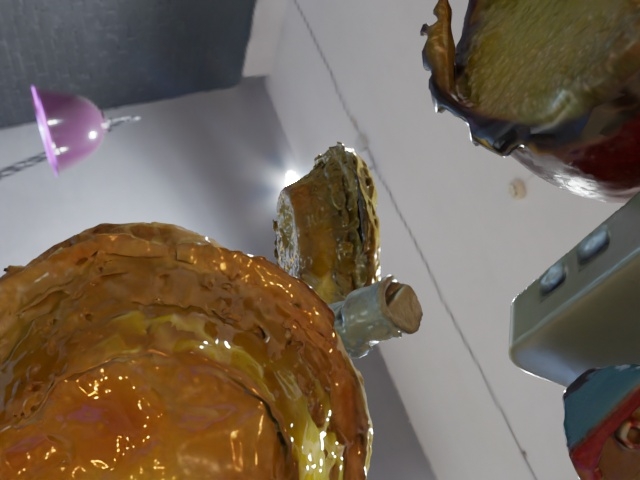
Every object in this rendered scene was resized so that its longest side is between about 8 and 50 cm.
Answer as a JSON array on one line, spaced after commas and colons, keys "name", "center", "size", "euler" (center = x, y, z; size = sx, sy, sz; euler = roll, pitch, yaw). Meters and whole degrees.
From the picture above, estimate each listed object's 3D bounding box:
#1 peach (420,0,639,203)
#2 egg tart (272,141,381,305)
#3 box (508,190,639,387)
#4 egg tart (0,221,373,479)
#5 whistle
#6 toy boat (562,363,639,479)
[{"name": "peach", "center": [0.293, -0.220, 0.679], "size": [0.353, 0.416, 0.339], "euler": [42, -50, 10]}, {"name": "egg tart", "center": [0.000, 0.000, 1.017], "size": [0.295, 0.116, 0.295], "euler": [180, -90, -75]}, {"name": "box", "center": [0.408, 0.076, 0.646], "size": [0.373, 0.367, 0.091], "euler": [120, -10, -56]}, {"name": "egg tart", "center": [-0.112, 0.151, 0.460], "size": [0.129, 0.341, 0.341], "euler": [172, -97, -76]}, {"name": "whistle", "center": [-0.033, 0.127, 0.762], "size": [0.346, 0.142, 0.134], "euler": [-30, -107, 41]}, {"name": "toy boat", "center": [0.297, 0.237, 0.488], "size": [0.392, 0.136, 0.079], "euler": [49, -3, -15]}]
